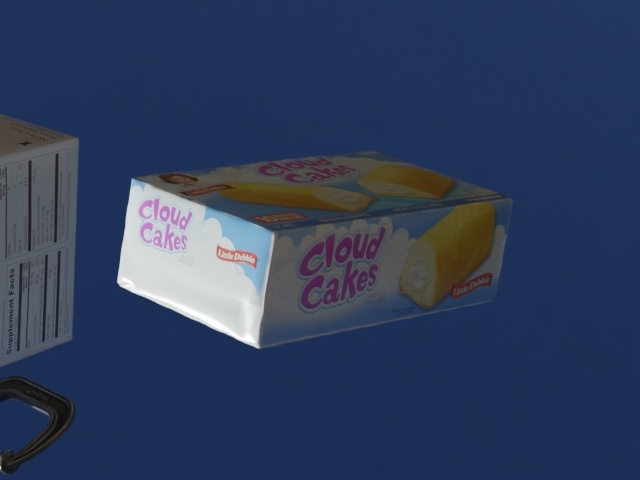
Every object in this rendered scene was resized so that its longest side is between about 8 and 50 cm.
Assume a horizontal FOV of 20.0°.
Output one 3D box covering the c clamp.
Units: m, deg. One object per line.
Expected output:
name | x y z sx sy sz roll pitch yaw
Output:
c clamp | -0.311 0.183 1.731 0.161 0.022 0.137 11 -134 42

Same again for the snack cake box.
snack cake box | 0.000 0.000 1.360 0.152 0.089 0.264 23 -158 39

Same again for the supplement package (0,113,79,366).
supplement package | -0.368 -0.018 1.681 0.262 0.204 0.145 18 -156 33
